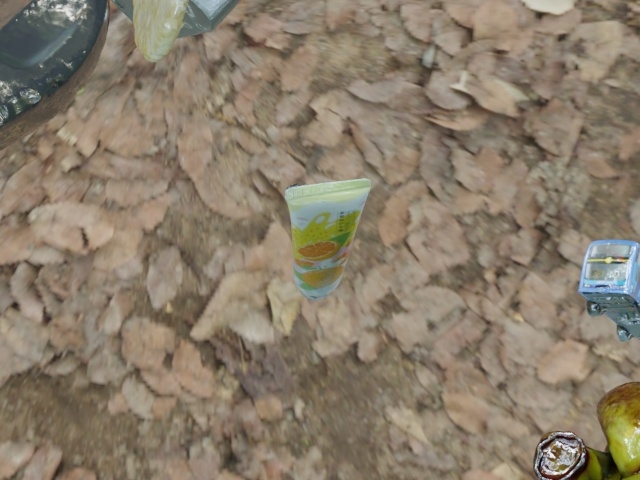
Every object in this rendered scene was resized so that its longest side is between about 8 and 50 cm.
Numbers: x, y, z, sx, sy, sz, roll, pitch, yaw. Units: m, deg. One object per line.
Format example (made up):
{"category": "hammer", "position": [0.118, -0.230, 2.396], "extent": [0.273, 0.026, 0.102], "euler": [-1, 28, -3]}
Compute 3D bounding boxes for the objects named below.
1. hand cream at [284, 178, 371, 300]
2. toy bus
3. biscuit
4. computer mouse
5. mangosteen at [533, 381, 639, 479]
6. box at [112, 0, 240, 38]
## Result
{"category": "hand cream", "position": [0.000, 0.000, 0.560], "extent": [0.035, 0.102, 0.022], "euler": [-6, 67, -7]}
{"category": "toy bus", "position": [0.260, 0.045, 1.087], "extent": [0.051, 0.153, 0.061], "euler": [-2, 69, 33]}
{"category": "biscuit", "position": [-0.145, -0.271, 1.208], "extent": [0.033, 0.220, 0.220], "euler": [3, 100, -19]}
{"category": "computer mouse", "position": [-0.201, -0.104, 0.851], "extent": [0.073, 0.122, 0.217], "euler": [53, 47, -19]}
{"category": "mangosteen", "position": [0.250, 0.179, 0.853], "extent": [0.257, 0.215, 0.215], "euler": [16, 98, -20]}
{"category": "box", "position": [-0.156, -0.317, 1.467], "extent": [0.163, 0.243, 0.135], "euler": [43, 75, -25]}
